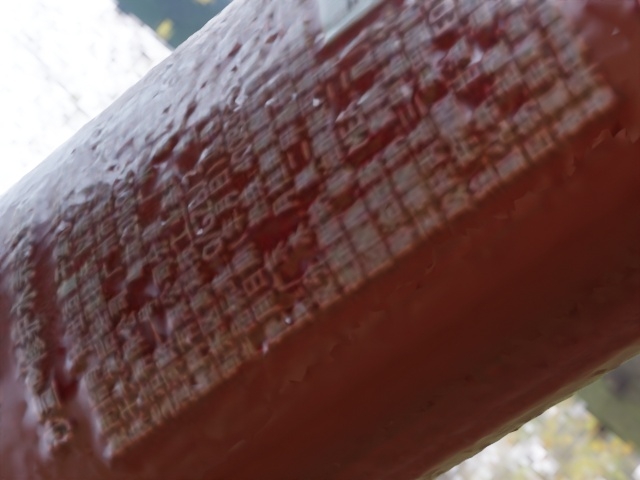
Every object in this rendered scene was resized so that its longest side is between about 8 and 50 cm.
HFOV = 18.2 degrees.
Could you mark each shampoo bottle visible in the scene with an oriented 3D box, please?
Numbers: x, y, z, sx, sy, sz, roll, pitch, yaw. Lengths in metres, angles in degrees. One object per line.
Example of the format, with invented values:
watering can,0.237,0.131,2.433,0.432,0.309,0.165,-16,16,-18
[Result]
shampoo bottle,0.001,0.000,0.408,0.314,0.118,0.076,-36,-36,28
